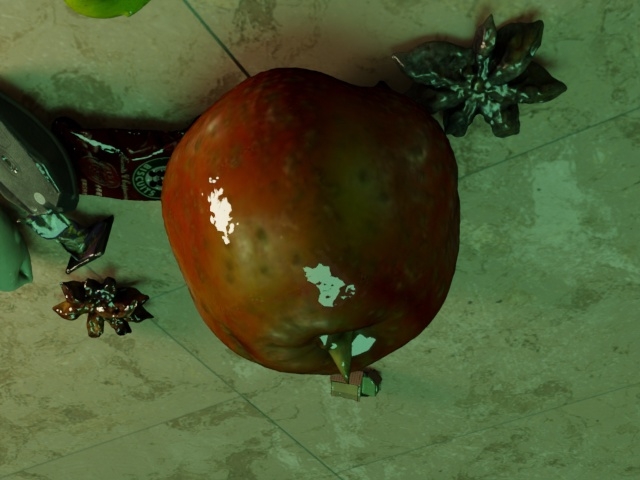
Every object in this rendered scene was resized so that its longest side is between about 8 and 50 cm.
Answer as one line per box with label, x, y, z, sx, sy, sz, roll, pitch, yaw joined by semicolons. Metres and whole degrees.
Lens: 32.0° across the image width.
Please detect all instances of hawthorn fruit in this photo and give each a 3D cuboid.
hawthorn fruit;0.000;0.000;1.415;0.403;0.403;0.403;-1;140;-1

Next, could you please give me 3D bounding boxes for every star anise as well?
star anise;0.208;-0.197;1.438;0.212;0.073;0.197;-20;134;24
star anise;-0.349;0.104;1.795;0.168;0.057;0.168;6;145;4

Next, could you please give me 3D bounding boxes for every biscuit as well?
biscuit;-0.253;-0.110;1.537;0.235;0.063;0.151;0;143;-4

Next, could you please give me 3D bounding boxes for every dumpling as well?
dumpling;-0.500;-0.010;1.635;0.105;0.149;0.217;-38;138;-9

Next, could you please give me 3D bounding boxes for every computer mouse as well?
computer mouse;-0.404;-0.129;1.488;0.231;0.071;0.126;48;139;-10

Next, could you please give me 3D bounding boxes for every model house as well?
model house;0.063;0.248;1.983;0.083;0.057;0.058;8;116;18

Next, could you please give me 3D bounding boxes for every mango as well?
mango;-0.217;-0.314;1.250;0.100;0.119;0.178;45;125;-14

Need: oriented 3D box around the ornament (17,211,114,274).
ornament;-0.398;-0.039;1.601;0.088;0.081;0.203;-26;134;26
